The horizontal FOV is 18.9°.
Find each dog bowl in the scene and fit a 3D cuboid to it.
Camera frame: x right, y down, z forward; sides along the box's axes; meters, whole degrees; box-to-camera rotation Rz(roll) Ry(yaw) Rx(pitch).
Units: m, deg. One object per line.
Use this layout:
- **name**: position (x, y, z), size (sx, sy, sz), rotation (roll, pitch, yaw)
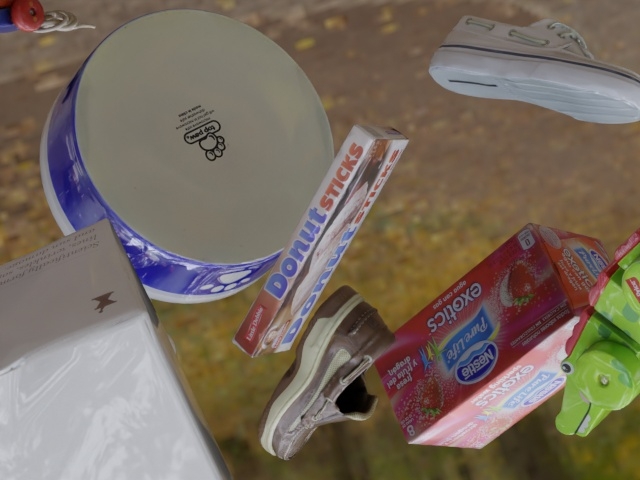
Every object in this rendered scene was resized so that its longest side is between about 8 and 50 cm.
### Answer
- **dog bowl**: position (-0.124, -0.081, 1.813), size (0.265, 0.265, 0.104), rotation (-14, 167, -29)

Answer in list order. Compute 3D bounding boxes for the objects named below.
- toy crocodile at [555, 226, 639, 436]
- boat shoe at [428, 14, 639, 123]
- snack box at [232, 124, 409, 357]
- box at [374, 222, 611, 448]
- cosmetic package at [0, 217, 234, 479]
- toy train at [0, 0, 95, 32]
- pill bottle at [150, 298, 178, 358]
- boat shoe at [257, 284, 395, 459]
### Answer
- **toy crocodile**: position (0.295, 0.056, 1.787), size (0.115, 0.105, 0.340), rotation (-37, 158, -41)
- **boat shoe**: position (0.196, -0.163, 1.700), size (0.226, 0.076, 0.083), rotation (15, 166, 36)
- **snack box**: position (0.000, 0.000, 1.338), size (0.178, 0.022, 0.064), rotation (-60, 161, 15)
- **box**: position (0.195, 0.106, 2.043), size (0.128, 0.122, 0.257), rotation (11, 137, -47)
- **cosmetic package**: position (-0.158, 0.206, 1.328), size (0.217, 0.385, 0.156), rotation (-22, -153, -4)
- **toy train**: position (-0.366, -0.301, 2.188), size (0.105, 0.143, 0.248), rotation (-8, -176, 42)
- **pill bottle**: position (-0.190, 0.143, 1.878), size (0.112, 0.186, 0.112), rotation (-9, -161, 3)
- **boat shoe**: position (0.009, 0.162, 2.011), size (0.095, 0.095, 0.257), rotation (-44, 165, -39)
